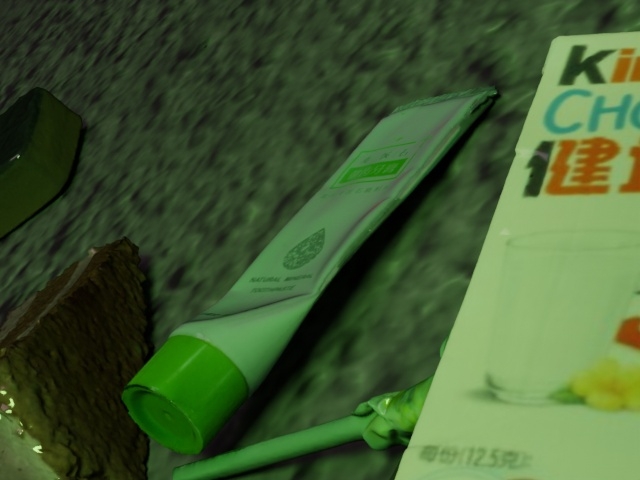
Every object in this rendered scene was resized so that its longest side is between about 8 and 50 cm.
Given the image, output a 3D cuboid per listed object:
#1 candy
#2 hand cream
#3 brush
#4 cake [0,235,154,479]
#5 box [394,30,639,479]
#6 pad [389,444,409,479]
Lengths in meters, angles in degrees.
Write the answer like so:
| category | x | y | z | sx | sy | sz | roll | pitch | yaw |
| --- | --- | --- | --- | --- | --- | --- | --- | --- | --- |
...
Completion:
| category | x | y | z | sx | sy | sz | roll | pitch | yaw |
| --- | --- | --- | --- | --- | --- | --- | --- | --- | --- |
| candy | 0.022 | 0.081 | 0.581 | 0.305 | 0.083 | 0.091 | -25 | 26 | 45 |
| hand cream | 0.001 | 0.001 | 0.728 | 0.079 | 0.050 | 0.275 | 18 | 50 | 30 |
| brush | -0.298 | -0.043 | 1.182 | 0.197 | 0.059 | 0.123 | -33 | 30 | 18 |
| cake | -0.167 | 0.078 | 0.794 | 0.116 | 0.113 | 0.295 | -34 | 22 | 12 |
| box | 0.169 | 0.030 | 0.381 | 0.273 | 0.048 | 0.265 | 0 | 45 | 27 |
| pad | 0.035 | 0.146 | 0.443 | 0.127 | 0.004 | 0.190 | 30 | 92 | 53 |
